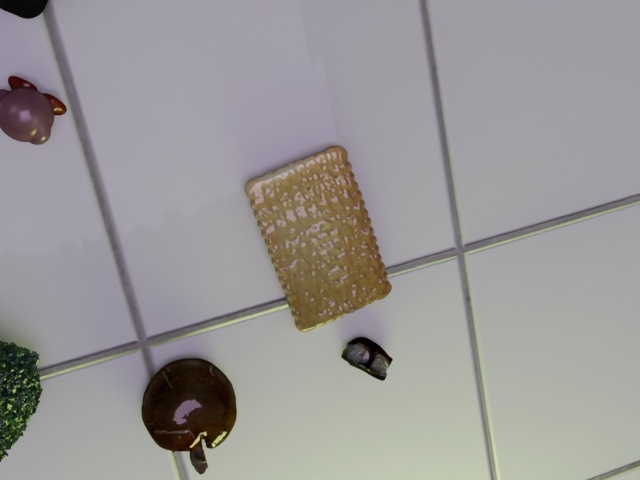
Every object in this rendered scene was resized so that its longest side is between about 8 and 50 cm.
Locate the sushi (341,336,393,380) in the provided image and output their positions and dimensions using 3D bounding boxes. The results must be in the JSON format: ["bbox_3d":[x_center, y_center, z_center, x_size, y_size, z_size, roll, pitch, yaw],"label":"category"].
[{"bbox_3d":[0.073,0.178,1.262,0.083,0.044,0.046,34,72,-24],"label":"sushi"}]

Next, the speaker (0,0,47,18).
[{"bbox_3d":[-0.456,-0.405,0.869,0.389,0.180,0.184,21,86,-23],"label":"speaker"}]

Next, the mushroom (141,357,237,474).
[{"bbox_3d":[-0.186,0.256,1.180,0.135,0.080,0.170,-11,105,-3],"label":"mushroom"}]

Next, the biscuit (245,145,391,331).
[{"bbox_3d":[0.000,0.000,1.188,0.160,0.030,0.249,-24,110,-9],"label":"biscuit"}]

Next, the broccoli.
[{"bbox_3d":[-0.466,0.194,1.049,0.194,0.194,0.219,12,125,-19],"label":"broccoli"}]

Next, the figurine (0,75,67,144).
[{"bbox_3d":[-0.368,-0.159,1.017,0.083,0.067,0.071,28,75,-6],"label":"figurine"}]
